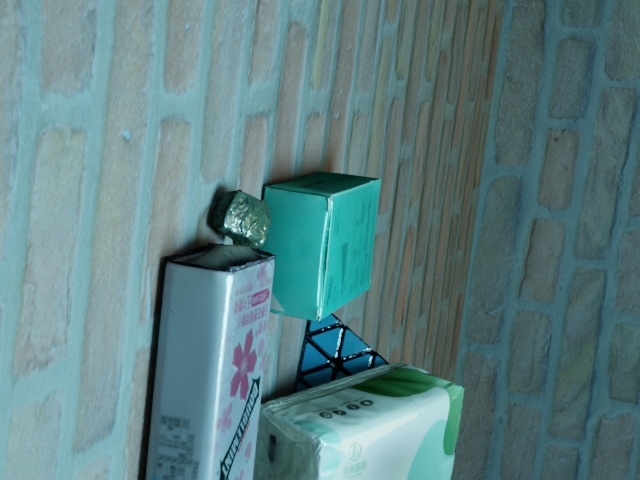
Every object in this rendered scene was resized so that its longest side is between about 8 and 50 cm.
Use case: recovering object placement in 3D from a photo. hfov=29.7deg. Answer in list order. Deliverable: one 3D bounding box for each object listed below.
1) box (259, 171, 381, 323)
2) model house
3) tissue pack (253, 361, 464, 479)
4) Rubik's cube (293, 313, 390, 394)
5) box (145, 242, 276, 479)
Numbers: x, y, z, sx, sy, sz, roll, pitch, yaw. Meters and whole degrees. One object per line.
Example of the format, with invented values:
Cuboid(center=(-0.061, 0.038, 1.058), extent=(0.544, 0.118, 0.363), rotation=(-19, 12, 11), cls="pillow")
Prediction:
Cuboid(center=(0.000, 0.000, 1.977), extent=(0.311, 0.118, 0.205), rotation=(-27, 122, -71), cls="box")
Cuboid(center=(-0.117, -0.035, 1.684), extent=(0.083, 0.066, 0.078), rotation=(32, 55, -46), cls="model house")
Cuboid(center=(0.061, 0.372, 2.033), extent=(0.356, 0.194, 0.266), rotation=(-13, 116, -43), cls="tissue pack")
Cuboid(center=(0.005, 0.189, 2.237), extent=(0.190, 0.211, 0.178), rotation=(-152, -135, -74), cls="Rubik's cube")
Cuboid(center=(-0.144, 0.189, 1.611), extent=(0.190, 0.112, 0.369), rotation=(-23, 121, -72), cls="box")
